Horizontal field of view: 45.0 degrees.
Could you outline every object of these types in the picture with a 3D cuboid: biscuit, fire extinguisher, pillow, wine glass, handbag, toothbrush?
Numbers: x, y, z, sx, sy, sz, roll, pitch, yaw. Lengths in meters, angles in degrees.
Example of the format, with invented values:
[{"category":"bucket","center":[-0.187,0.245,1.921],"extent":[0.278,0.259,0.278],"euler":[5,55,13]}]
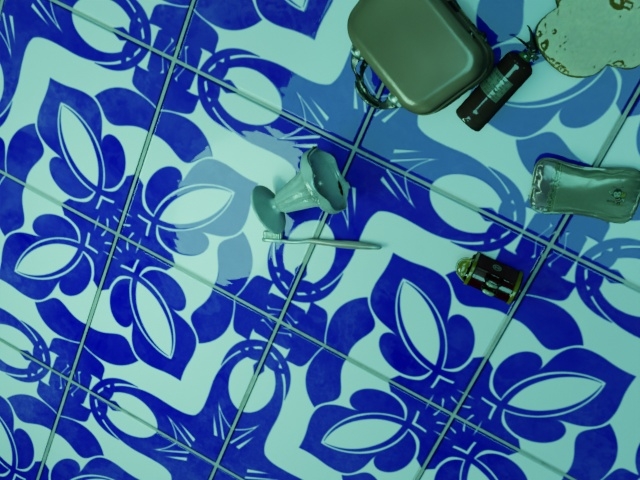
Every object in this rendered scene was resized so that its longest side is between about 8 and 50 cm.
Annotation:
[{"category":"biscuit","center":[0.605,-0.487,1.542],"extent":[0.376,0.051,0.269],"euler":[-38,89,26]},{"category":"fire extinguisher","center":[0.380,-0.347,1.642],"extent":[0.231,0.071,0.099],"euler":[-51,61,28]},{"category":"pillow","center":[0.573,-0.106,1.673],"extent":[0.232,0.038,0.131],"euler":[10,111,12]},{"category":"wine glass","center":[-0.049,-0.111,1.814],"extent":[0.196,0.165,0.165],"euler":[-24,97,30]},{"category":"handbag","center":[0.185,-0.400,1.634],"extent":[0.283,0.149,0.302],"euler":[-41,83,26]},{"category":"toothbrush","center":[0.000,0.000,1.893],"extent":[0.307,0.025,0.030],"euler":[5,99,17]}]

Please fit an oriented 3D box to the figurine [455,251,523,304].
[{"category":"figurine","center":[0.378,0.092,1.762],"extent":[0.154,0.098,0.083],"euler":[24,115,7]}]
